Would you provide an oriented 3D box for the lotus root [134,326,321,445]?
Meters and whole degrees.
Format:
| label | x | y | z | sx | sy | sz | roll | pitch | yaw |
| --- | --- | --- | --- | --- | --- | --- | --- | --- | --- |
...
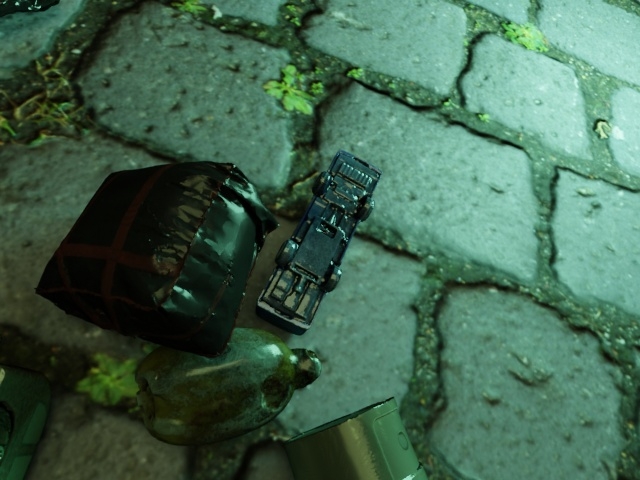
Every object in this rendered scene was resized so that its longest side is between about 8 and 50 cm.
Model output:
| label | x | y | z | sx | sy | sz | roll | pitch | yaw |
| --- | --- | --- | --- | --- | --- | --- | --- | --- | --- |
| lotus root | -0.092 | 0.148 | 0.480 | 0.192 | 0.088 | 0.113 | -7 | 83 | -19 |

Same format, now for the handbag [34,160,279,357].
| label | x | y | z | sx | sy | sz | roll | pitch | yaw |
| --- | --- | --- | --- | --- | --- | --- | --- | --- | --- |
| handbag | -0.165 | 0.017 | 0.461 | 0.215 | 0.155 | 0.169 | 2 | 54 | 35 |

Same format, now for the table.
| label | x | y | z | sx | sy | sz | roll | pitch | yaw |
| --- | --- | --- | --- | --- | --- | --- | --- | --- | --- |
| table | 0.057 | 0.281 | 0.433 | 0.126 | 0.126 | 0.220 | -15 | 70 | -21 |

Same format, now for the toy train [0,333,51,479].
| label | x | y | z | sx | sy | sz | roll | pitch | yaw |
| --- | --- | --- | --- | --- | --- | --- | --- | --- | --- |
| toy train | -0.325 | 0.225 | 0.344 | 0.129 | 0.159 | 0.326 | 14 | 66 | -5 |

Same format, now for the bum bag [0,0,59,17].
| label | x | y | z | sx | sy | sz | roll | pitch | yaw |
| --- | --- | --- | --- | --- | --- | --- | --- | --- | --- |
| bum bag | -0.514 | -0.298 | 0.577 | 0.144 | 0.095 | 0.340 | 45 | 63 | -8 |

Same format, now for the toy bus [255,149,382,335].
| label | x | y | z | sx | sy | sz | roll | pitch | yaw |
| --- | --- | --- | --- | --- | --- | --- | --- | --- | --- |
| toy bus | -0.003 | -0.001 | 0.570 | 0.079 | 0.094 | 0.236 | 30 | 63 | -7 |
